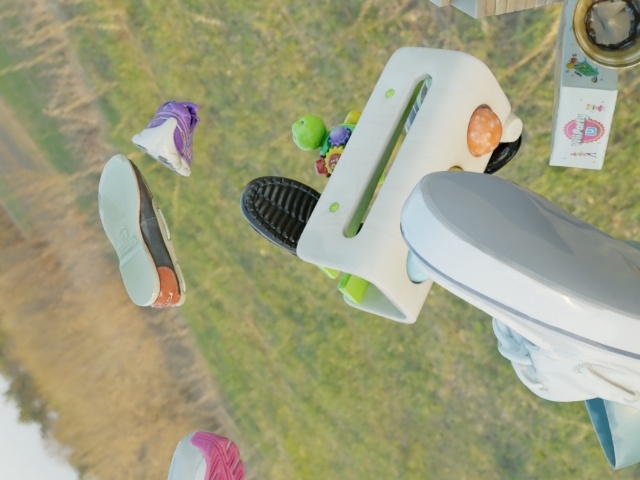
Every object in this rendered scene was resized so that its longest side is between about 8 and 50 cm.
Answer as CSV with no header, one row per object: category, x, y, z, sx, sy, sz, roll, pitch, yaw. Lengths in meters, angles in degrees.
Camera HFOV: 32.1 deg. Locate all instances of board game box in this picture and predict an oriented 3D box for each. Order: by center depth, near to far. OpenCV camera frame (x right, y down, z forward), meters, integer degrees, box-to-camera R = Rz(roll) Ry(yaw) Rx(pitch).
board game box,0.462,-0.311,1.942,0.097,0.303,0.224,6,149,10

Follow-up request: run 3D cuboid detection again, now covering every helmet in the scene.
helmet,0.206,-0.182,1.664,0.161,0.169,0.169,44,162,42

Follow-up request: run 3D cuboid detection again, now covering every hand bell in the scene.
hand bell,0.397,-0.306,1.575,0.126,0.126,0.242,56,-173,-6

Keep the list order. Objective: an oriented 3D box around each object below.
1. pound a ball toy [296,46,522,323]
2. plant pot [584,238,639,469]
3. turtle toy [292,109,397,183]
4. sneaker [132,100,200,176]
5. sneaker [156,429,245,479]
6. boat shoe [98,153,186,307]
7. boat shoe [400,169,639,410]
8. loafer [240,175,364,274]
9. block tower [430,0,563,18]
pound a ball toy,0.134,-0.061,1.239,0.135,0.319,0.208,15,160,37
plant pot,0.420,0.120,1.396,0.290,0.195,0.290,-16,-90,-83
turtle toy,0.024,-0.106,1.336,0.130,0.066,0.095,38,122,18
sneaker,-0.150,-0.111,1.170,0.068,0.071,0.170,34,178,-8
sneaker,-0.141,0.248,0.879,0.111,0.252,0.103,26,-156,9
boat shoe,-0.146,-0.007,0.919,0.049,0.043,0.137,-34,66,33
boat shoe,0.136,0.046,0.576,0.258,0.084,0.095,24,-151,-26
loafer,0.000,0.000,1.315,0.220,0.080,0.078,29,162,-9
block tower,0.316,-0.386,1.537,0.097,0.335,0.091,47,145,50
